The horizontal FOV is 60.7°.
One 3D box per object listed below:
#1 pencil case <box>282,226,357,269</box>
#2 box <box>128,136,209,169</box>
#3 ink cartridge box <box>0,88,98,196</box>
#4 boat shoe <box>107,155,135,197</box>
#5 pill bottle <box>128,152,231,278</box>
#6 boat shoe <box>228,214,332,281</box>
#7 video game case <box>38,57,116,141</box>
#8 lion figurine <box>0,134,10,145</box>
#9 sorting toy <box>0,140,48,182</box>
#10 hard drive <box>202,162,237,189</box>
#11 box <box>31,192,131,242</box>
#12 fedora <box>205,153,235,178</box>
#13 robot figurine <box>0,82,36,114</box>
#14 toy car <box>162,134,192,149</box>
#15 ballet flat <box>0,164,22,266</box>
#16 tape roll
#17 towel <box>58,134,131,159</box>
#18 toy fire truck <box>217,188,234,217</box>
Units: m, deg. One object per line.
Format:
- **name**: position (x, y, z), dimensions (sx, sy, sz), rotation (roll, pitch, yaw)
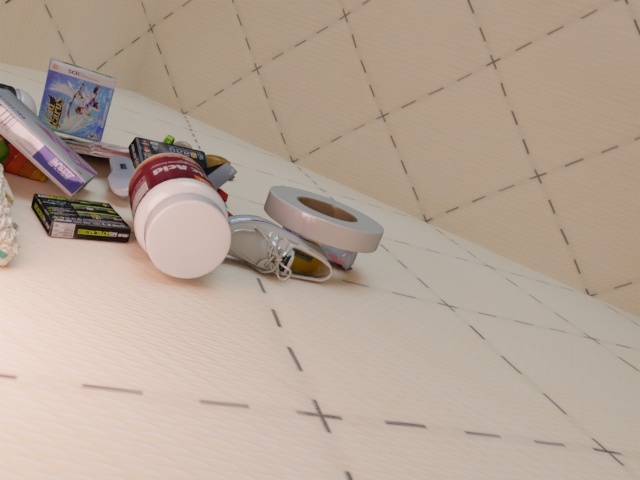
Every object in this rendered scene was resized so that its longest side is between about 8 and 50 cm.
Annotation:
- **pencil case**: position (0.000, 0.000, 1.836), dimensions (0.273, 0.113, 0.124), rotation (24, -4, 9)
- **box**: position (-0.494, -0.223, 1.844), dimensions (0.270, 0.060, 0.216), rotation (6, 56, -45)
- **ink cartridge box**: position (-0.764, -0.276, 1.503), dimensions (0.324, 0.071, 0.330), rotation (47, -2, -20)
- **boat shoe**: position (-0.612, -0.181, 1.699), dimensions (0.095, 0.084, 0.258), rotation (2, 28, -19)
- **pill bottle**: position (-0.357, -0.071, 1.374), dimensions (0.224, 0.224, 0.392), rotation (13, 16, -27)
- **boat shoe**: position (-0.117, 0.045, 1.512), dimensions (0.367, 0.136, 0.156), rotation (23, 14, -34)
- **video game case**: position (-0.975, -0.556, 2.186), dimensions (0.244, 0.269, 0.061), rotation (12, 19, -28)
- **lion figurine**: position (-1.014, -0.363, 1.506), dimensions (0.240, 0.142, 0.392), rotation (16, -13, 5)
- **sorting toy**: position (-0.808, -0.176, 1.425), dimensions (0.126, 0.127, 0.365), rotation (41, 6, -17)
- **hard drive**: position (-0.391, -0.170, 1.716), dimensions (0.172, 0.054, 0.255), rotation (-8, 26, 30)
- **box**: position (-0.593, -0.056, 1.355), dimensions (0.190, 0.045, 0.184), rotation (6, 18, -43)
- **fedora**: position (-0.475, -0.342, 2.485), dimensions (0.194, 0.079, 0.194), rotation (20, 14, -5)
- **robot figurine**: position (-1.092, -0.436, 1.803), dimensions (0.278, 0.209, 0.173), rotation (6, -21, -44)
- **toy car**: position (-0.567, -0.326, 2.211), dimensions (0.155, 0.149, 0.188), rotation (32, 1, -7)
- **ballet flat**: position (-0.697, -0.073, 1.124), dimensions (0.147, 0.147, 0.409), rotation (9, 27, -38)
- **tape roll**: position (0.010, -0.072, 1.733), dimensions (0.392, 0.072, 0.392), rotation (19, 14, -5)
- **towel**: position (-0.728, -0.316, 1.945), dimensions (0.332, 0.053, 0.317), rotation (16, 9, 42)
- **toy fire truck**: position (-0.349, -0.095, 1.730), dimensions (0.192, 0.135, 0.047), rotation (-11, -33, 28)
